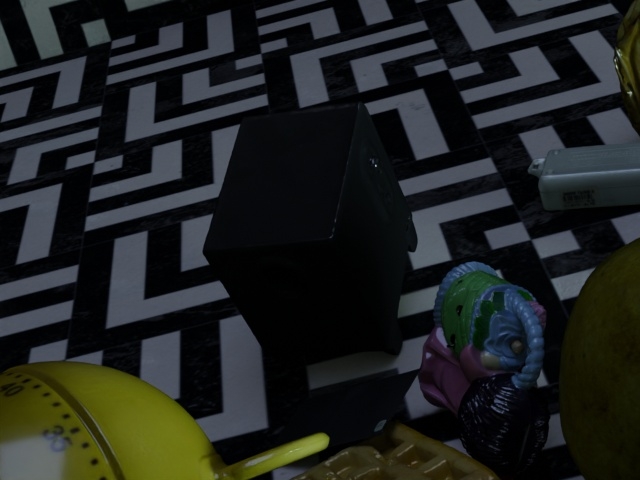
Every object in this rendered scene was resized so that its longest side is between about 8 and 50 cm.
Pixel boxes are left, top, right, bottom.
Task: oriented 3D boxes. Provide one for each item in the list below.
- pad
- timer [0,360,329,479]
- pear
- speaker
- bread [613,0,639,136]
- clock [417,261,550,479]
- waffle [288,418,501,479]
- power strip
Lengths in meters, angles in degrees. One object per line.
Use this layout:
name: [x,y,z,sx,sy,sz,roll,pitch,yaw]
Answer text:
pad: [0.022,0.201,1.542,0.193,0.004,0.116,-22,21,41]
timer: [-0.208,0.277,1.278,0.386,0.376,0.376,-11,20,-39]
pear: [0.369,0.122,1.282,0.303,0.304,0.304,-12,28,7]
speaker: [0.000,0.000,1.684,0.184,0.254,0.232,-4,49,21]
bread: [0.535,-0.245,1.907,0.227,0.253,0.142,-7,32,22]
clock: [0.185,0.140,1.460,0.100,0.194,0.195,2,24,-19]
waffle: [0.040,0.275,1.370,0.247,0.055,0.221,-25,14,-19]
power strip: [0.460,-0.096,1.878,0.338,0.058,0.098,-4,30,22]
